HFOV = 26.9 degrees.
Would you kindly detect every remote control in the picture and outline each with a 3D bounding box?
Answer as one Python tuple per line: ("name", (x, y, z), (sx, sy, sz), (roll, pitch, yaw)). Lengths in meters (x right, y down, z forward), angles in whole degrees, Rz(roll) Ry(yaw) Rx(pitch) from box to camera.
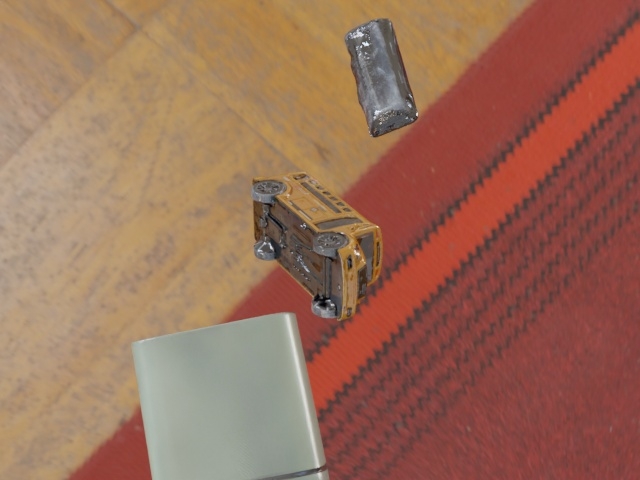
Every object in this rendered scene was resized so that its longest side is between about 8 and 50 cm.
("remote control", (0.041, -0.118, 0.947), (0.039, 0.014, 0.096), (-21, 57, 15))

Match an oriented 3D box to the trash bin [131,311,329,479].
("trash bin", (-0.061, 0.122, 0.902), (0.116, 0.059, 0.129), (-12, 84, 4))

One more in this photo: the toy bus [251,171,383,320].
("toy bus", (0.000, 0.000, 1.356), (0.088, 0.083, 0.194), (-15, 33, -25))
